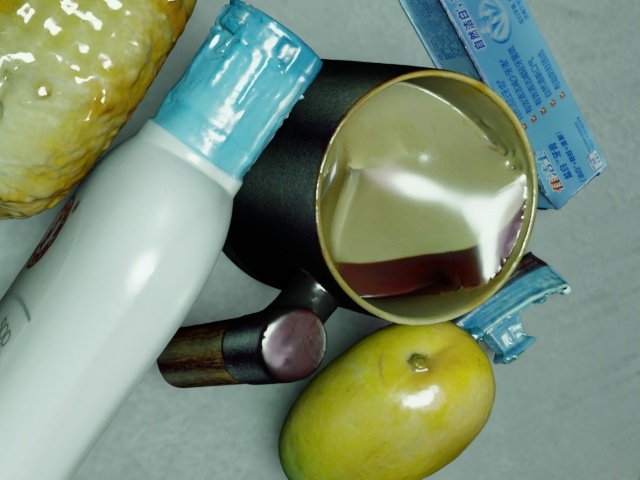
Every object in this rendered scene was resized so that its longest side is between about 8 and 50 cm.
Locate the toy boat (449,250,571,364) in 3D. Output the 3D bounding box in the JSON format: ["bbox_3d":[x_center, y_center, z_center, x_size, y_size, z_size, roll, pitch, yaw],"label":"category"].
[{"bbox_3d":[0.135,0.061,0.691,0.137,0.060,0.061,-33,90,-22],"label":"toy boat"}]

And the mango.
[{"bbox_3d":[0.038,0.119,0.596,0.130,0.195,0.092,-18,70,-24],"label":"mango"}]

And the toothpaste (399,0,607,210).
[{"bbox_3d":[0.117,-0.146,0.659,0.066,0.053,0.272,-40,110,-18],"label":"toothpaste"}]

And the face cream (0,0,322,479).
[{"bbox_3d":[-0.118,0.024,0.495,0.080,0.163,0.337,34,94,-21],"label":"face cream"}]

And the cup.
[{"bbox_3d":[0.016,0.002,0.568,0.166,0.177,0.239,19,90,-25],"label":"cup"}]

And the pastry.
[{"bbox_3d":[-0.140,-0.098,0.489,0.093,0.182,0.193,33,73,-21],"label":"pastry"}]
